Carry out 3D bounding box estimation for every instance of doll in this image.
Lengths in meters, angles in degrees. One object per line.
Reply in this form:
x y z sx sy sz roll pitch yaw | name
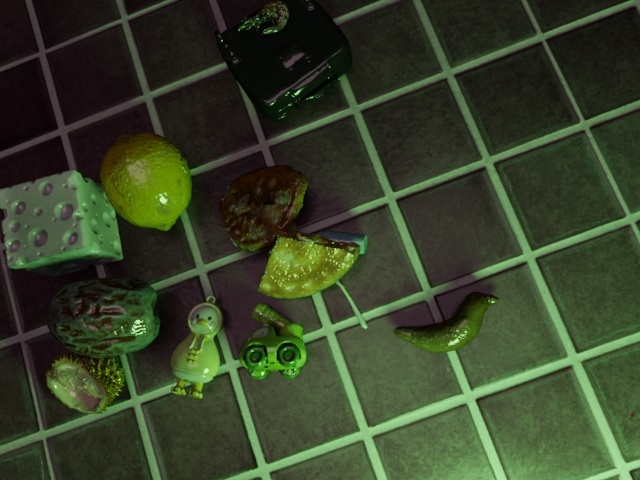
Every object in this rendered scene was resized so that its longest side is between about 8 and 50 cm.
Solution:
-0.355 0.303 1.692 0.141 0.117 0.296 9 81 6 | doll

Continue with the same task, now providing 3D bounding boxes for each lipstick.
0.000 0.000 1.732 0.274 0.068 0.061 5 79 15 | lipstick

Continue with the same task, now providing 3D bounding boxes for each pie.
-0.175 -0.096 1.743 0.308 0.085 0.308 -8 71 22 | pie

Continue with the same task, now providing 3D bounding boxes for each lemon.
-0.512 -0.174 1.736 0.258 0.258 0.310 -19 101 3 | lemon

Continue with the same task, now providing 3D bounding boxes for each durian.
-0.685 0.408 1.711 0.249 0.183 0.138 8 44 12 | durian

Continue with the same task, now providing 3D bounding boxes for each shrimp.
-0.167 -0.645 1.708 0.161 0.034 0.091 -27 82 0 | shrimp

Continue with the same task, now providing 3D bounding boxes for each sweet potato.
0.369 0.240 1.626 0.310 0.098 0.124 -27 55 3 | sweet potato

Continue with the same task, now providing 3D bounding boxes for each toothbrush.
0.064 0.148 1.718 0.026 0.022 0.263 -33 77 12 | toothbrush

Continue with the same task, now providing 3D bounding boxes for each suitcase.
-0.104 -0.574 1.791 0.345 0.188 0.339 -35 76 -2 | suitcase

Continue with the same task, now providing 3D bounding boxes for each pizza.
-0.053 0.054 1.675 0.335 0.086 0.226 -24 112 17 | pizza

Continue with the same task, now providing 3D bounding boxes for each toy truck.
-0.125 0.292 1.662 0.187 0.148 0.210 13 60 7 | toy truck

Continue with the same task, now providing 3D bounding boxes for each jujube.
-0.626 0.211 1.680 0.308 0.246 0.215 -5 122 -5 | jujube

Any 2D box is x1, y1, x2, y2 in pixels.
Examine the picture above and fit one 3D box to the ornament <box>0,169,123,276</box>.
-0.772 -0.044 1.746 0.239 0.240 0.240 -15 78 4 | ornament
